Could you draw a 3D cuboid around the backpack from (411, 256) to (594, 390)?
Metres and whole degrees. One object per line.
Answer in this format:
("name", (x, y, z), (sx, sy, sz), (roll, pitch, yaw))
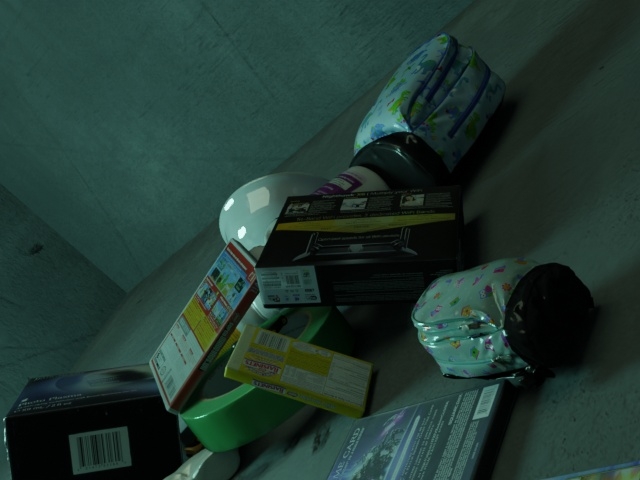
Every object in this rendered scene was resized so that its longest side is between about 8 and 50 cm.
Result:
("backpack", (0.197, 0.091, 0.897), (0.182, 0.115, 0.152), (-19, 16, 49))

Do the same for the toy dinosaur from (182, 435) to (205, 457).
("toy dinosaur", (-0.194, 0.353, 1.426), (0.211, 0.064, 0.112), (-33, 18, 41))

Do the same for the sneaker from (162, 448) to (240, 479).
("sneaker", (-0.225, 0.413, 1.343), (0.212, 0.080, 0.094), (-35, 11, 0))

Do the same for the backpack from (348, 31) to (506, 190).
("backpack", (0.221, -0.245, 1.596), (0.356, 0.273, 0.290), (-38, 4, -22))

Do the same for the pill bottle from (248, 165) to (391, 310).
("pill bottle", (0.000, 0.000, 1.511), (0.302, 0.169, 0.169), (-35, 10, -20))

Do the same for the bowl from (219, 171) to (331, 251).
("bowl", (-0.067, 0.003, 1.681), (0.298, 0.298, 0.134), (-37, 40, 30))

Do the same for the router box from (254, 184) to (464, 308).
("router box", (0.073, 0.006, 1.267), (0.309, 0.081, 0.243), (-3, 29, 14))

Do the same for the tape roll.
("tape roll", (-0.091, 0.223, 1.350), (0.321, 0.077, 0.321), (-35, 11, 8))

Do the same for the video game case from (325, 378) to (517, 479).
("video game case", (0.095, 0.270, 0.920), (0.274, 0.026, 0.196), (-31, 21, 47))

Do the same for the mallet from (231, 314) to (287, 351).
("mallet", (-0.095, 0.154, 1.285), (0.039, 0.062, 0.189), (-31, 11, 20))

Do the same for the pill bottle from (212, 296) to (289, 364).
("pill bottle", (-0.178, 0.192, 1.666), (0.246, 0.136, 0.136), (-41, 15, 18))

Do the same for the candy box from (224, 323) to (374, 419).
("candy box", (-0.028, 0.191, 1.154), (0.105, 0.206, 0.027), (-69, -4, -55))

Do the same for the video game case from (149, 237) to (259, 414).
("video game case", (-0.202, 0.143, 1.389), (0.285, 0.025, 0.204), (-56, 26, 2))

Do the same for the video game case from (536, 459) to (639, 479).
("video game case", (0.153, 0.305, 0.585), (0.244, 0.061, 0.269), (-33, 20, 46))

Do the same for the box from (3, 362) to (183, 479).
("box", (-0.423, 0.358, 1.508), (0.296, 0.182, 0.294), (-6, 4, -12))
